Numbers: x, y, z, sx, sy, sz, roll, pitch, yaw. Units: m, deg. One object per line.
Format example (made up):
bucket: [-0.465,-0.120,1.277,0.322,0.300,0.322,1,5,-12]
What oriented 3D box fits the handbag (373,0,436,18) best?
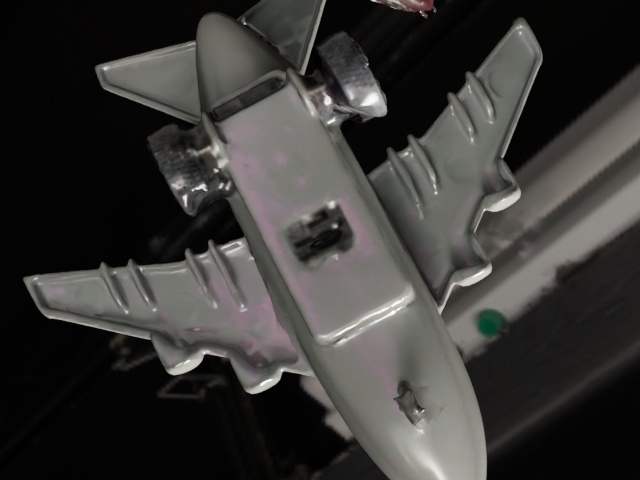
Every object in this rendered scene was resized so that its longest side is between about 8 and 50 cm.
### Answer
handbag: [-0.044,-0.212,0.722,0.203,0.216,0.074,46,-58,46]

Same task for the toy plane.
toy plane: [-0.001,-0.002,0.516,0.251,0.101,0.255,-27,-111,0]
